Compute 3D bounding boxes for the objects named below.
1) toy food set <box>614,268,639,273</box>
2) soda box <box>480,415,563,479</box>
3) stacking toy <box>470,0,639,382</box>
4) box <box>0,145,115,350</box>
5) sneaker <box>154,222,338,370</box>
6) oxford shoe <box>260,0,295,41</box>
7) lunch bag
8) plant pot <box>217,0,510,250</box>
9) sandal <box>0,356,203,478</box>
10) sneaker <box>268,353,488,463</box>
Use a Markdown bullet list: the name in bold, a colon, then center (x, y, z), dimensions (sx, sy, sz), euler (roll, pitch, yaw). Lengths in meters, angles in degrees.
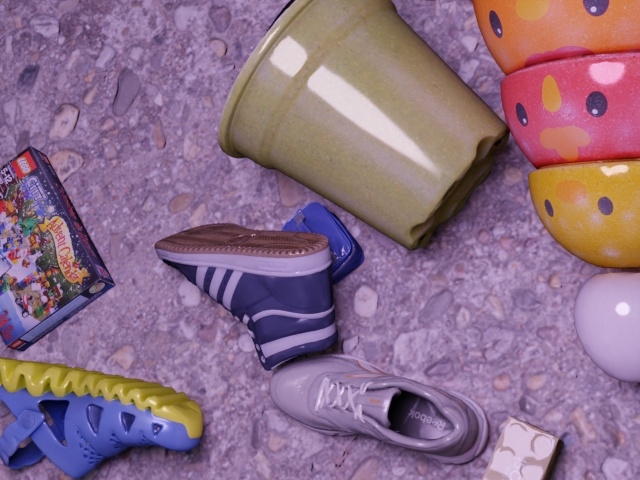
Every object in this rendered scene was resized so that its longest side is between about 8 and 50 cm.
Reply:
- **toy food set**: center (0.371, 0.047, 1.173), dimensions (0.082, 0.020, 0.083), euler (-38, 67, 5)
- **soda box**: center (0.201, 0.287, 1.146), dimensions (0.061, 0.058, 0.181), euler (22, 84, 22)
- **stacking toy**: center (0.327, -0.092, 1.093), dimensions (0.350, 0.350, 0.480), euler (-3, 87, 18)
- **box**: center (-0.399, 0.009, 1.426), dimensions (0.159, 0.044, 0.233), euler (-36, 68, 7)
- **sneaker**: center (-0.091, 0.066, 1.279), dimensions (0.282, 0.099, 0.153), euler (5, 114, 44)
- **oxford shoe**: center (-0.006, -0.296, 1.368), dimensions (0.076, 0.076, 0.212), euler (42, 104, -16)
- **lunch bag**: center (0.000, 0.000, 1.285), dimensions (0.067, 0.065, 0.098), euler (-41, 68, 4)
- **plant pot**: center (0.067, -0.133, 1.214), dimensions (0.254, 0.276, 0.276), euler (40, 90, 11)
- **sandal**: center (-0.285, 0.229, 1.298), dimensions (0.317, 0.126, 0.138), euler (4, 81, 28)
- **sneaker**: center (0.056, 0.180, 1.189), dimensions (0.262, 0.121, 0.099), euler (9, 78, 20)
